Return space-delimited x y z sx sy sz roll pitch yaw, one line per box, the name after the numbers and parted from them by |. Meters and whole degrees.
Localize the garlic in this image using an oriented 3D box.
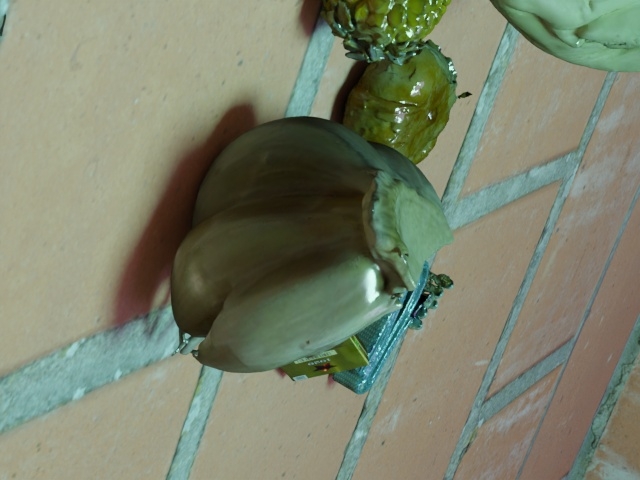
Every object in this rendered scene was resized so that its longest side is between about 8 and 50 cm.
-0.009 0.011 1.387 0.210 0.292 0.237 32 56 -42 | garlic

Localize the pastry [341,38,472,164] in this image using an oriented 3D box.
0.078 -0.133 1.604 0.153 0.081 0.153 -43 159 -21 | pastry

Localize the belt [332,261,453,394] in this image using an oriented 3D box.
0.079 0.101 1.918 0.179 0.065 0.100 -60 150 0 | belt

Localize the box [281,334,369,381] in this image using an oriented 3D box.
-0.004 0.116 1.713 0.133 0.090 0.023 56 24 -65 | box

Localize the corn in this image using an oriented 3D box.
0.098 -0.303 1.404 0.318 0.115 0.115 -66 158 8 | corn

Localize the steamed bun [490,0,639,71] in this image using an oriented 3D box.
0.322 -0.320 1.582 0.394 0.346 0.237 -39 160 -8 | steamed bun
